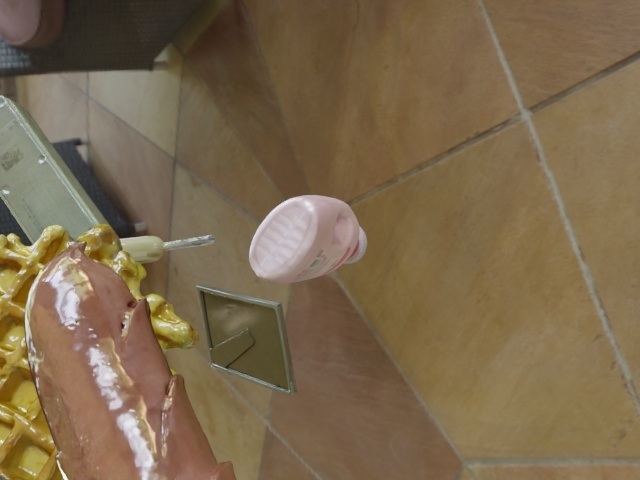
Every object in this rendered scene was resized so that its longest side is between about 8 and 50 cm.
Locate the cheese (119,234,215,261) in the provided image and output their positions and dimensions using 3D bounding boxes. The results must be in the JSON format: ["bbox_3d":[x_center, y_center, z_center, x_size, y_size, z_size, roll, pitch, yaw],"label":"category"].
[{"bbox_3d":[-0.322,0.014,1.268,0.127,0.235,0.049,153,106,-72],"label":"cheese"}]

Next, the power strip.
[{"bbox_3d":[-0.327,-0.059,0.762,0.272,0.078,0.052,49,180,16],"label":"power strip"}]

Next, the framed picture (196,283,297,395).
[{"bbox_3d":[-0.152,0.192,1.279,0.260,0.023,0.189,6,111,45],"label":"framed picture"}]

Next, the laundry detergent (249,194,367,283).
[{"bbox_3d":[0.000,0.000,1.087,0.088,0.335,0.159,42,103,15],"label":"laundry detergent"}]

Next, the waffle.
[{"bbox_3d":[-0.211,0.091,0.553,0.229,0.219,0.057,23,158,7],"label":"waffle"}]

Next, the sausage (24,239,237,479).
[{"bbox_3d":[-0.070,0.165,0.339,0.433,0.088,0.088,55,137,28],"label":"sausage"}]
